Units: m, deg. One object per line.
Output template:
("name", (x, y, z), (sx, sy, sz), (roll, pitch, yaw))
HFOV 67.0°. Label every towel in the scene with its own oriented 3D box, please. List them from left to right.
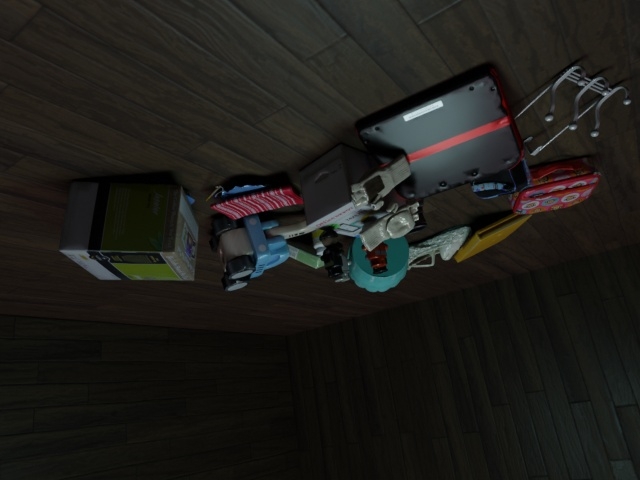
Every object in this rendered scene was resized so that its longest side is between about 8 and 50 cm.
("towel", (-0.203, -0.125, 1.613), (0.275, 0.031, 0.199), (-13, 171, 8))

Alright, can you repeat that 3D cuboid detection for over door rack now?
("over door rack", (0.657, -0.335, 1.362), (0.240, 0.108, 0.324), (6, 156, -32))

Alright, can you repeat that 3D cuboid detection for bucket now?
("bucket", (0.251, 0.071, 2.086), (0.281, 0.281, 0.183), (-8, 159, -2))

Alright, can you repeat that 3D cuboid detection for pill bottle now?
("pill bottle", (0.000, 0.000, 1.996), (0.065, 0.116, 0.065), (-7, 161, -3))

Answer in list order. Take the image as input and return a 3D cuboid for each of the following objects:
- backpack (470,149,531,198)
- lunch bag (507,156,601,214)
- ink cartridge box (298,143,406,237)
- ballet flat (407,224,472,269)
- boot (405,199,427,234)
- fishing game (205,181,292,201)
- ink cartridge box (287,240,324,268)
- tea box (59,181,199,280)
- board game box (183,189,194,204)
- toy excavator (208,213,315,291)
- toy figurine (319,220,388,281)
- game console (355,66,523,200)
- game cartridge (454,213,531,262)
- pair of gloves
("backpack", (0.576, -0.220, 1.587), (0.117, 0.158, 0.173), (-18, -179, -29))
("lunch bag", (0.860, -0.209, 1.792), (0.293, 0.120, 0.258), (-13, 156, 7))
("ink cartridge box", (0.103, -0.144, 1.523), (0.270, 0.197, 0.198), (11, 153, -42))
("ballet flat", (0.556, 0.051, 2.345), (0.409, 0.147, 0.147), (-23, 156, 32))
("boot", (0.324, -0.140, 1.587), (0.118, 0.222, 0.338), (13, 152, -43))
("fishing game", (-0.236, -0.159, 1.583), (0.264, 0.041, 0.189), (-4, 168, -28))
("ink cartridge box", (-0.035, 0.055, 2.109), (0.171, 0.056, 0.235), (23, -165, 21))
("tea box", (-0.571, -0.015, 1.515), (0.324, 0.220, 0.329), (2, 161, -5))
("board game box", (-0.482, -0.149, 1.519), (0.133, 0.033, 0.169), (-10, 159, 22))
("toy excavator", (-0.165, -0.018, 1.817), (0.445, 0.222, 0.433), (-16, 164, -22))
("toy figurine", (0.109, 0.035, 1.533), (0.213, 0.148, 0.209), (-14, 166, 9))
("game console", (0.338, -0.273, 1.349), (0.387, 0.060, 0.342), (-19, 134, 26))
("game cartridge", (0.791, -0.020, 2.253), (0.285, 0.052, 0.323), (-25, 164, -11))
("pair of gloves", (0.190, -0.101, 1.375), (0.204, 0.042, 0.240), (-27, 121, -14))
